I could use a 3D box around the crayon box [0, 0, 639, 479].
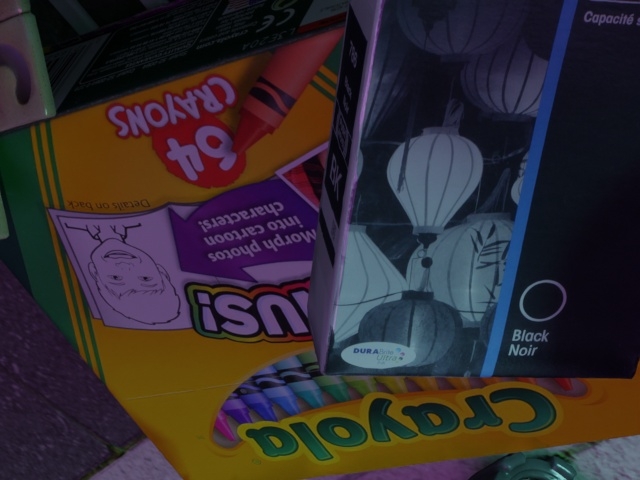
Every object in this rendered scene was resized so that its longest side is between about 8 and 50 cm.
[{"bbox_3d":[0.000,0.000,0.867,0.363,0.106,0.313,-13,125,31],"label":"crayon box"}]

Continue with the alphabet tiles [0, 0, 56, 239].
[{"bbox_3d":[-0.294,-0.123,0.869,0.342,0.011,0.285,-11,92,37],"label":"alphabet tiles"}]

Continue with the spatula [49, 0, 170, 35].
[{"bbox_3d":[-0.080,-0.112,0.882,0.168,0.019,0.242,-17,123,42],"label":"spatula"}]

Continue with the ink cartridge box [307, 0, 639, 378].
[{"bbox_3d":[0.094,-0.087,0.651,0.165,0.065,0.333,1,120,-10],"label":"ink cartridge box"}]

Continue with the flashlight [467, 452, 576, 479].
[{"bbox_3d":[0.091,0.261,1.122,0.103,0.103,0.304,34,139,-9],"label":"flashlight"}]
